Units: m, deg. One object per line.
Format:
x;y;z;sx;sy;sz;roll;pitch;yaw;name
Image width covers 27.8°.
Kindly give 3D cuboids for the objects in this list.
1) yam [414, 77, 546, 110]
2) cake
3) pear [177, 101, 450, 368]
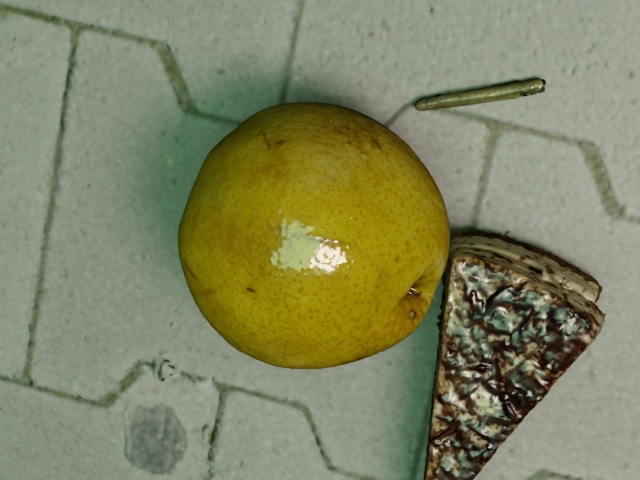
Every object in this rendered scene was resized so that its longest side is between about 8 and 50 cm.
0.129;-0.117;1.044;0.107;0.014;0.014;-8;102;13;yam
0.110;0.107;1.055;0.135;0.112;0.246;36;111;4;cake
0.000;0.000;1.002;0.209;0.209;0.208;3;104;11;pear
